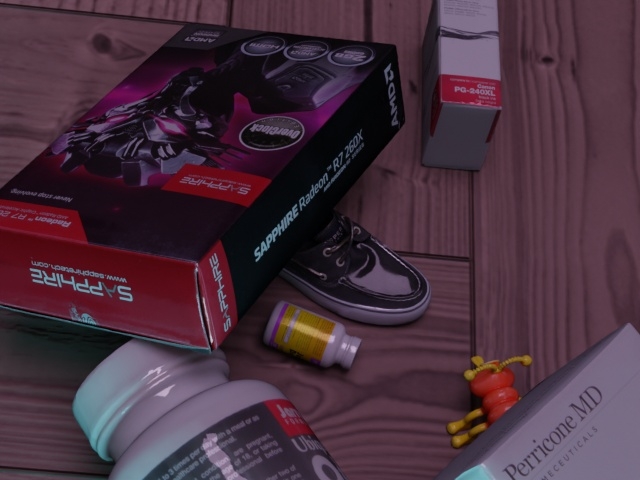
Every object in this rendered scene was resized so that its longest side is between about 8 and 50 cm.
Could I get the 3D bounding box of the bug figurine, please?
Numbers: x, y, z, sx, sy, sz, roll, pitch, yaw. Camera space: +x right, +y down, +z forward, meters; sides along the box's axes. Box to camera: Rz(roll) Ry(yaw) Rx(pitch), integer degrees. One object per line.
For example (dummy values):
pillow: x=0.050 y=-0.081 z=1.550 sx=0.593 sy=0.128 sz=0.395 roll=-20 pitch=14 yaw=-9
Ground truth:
bug figurine: x=0.266 y=0.162 z=1.421 sx=0.279 sy=0.072 sz=0.216 roll=-17 pitch=63 yaw=-18

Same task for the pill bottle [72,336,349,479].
pill bottle: x=-0.062 y=0.224 z=1.278 sx=0.176 sy=0.176 sz=0.318 roll=-29 pitch=68 yaw=-22

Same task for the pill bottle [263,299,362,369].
pill bottle: x=-0.007 y=0.088 z=1.444 sx=0.083 sy=0.043 sz=0.043 roll=21 pitch=59 yaw=6

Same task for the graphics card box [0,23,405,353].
graphics card box: x=-0.105 y=-0.061 z=1.393 sx=0.233 sy=0.094 sz=0.371 roll=10 pitch=37 yaw=28

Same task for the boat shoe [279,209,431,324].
boat shoe: x=0.000 y=0.000 z=1.479 sx=0.228 sy=0.076 sz=0.080 roll=29 pitch=60 yaw=10

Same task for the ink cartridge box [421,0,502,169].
ink cartridge box: x=0.137 y=-0.162 z=1.575 sx=0.063 sy=0.109 sz=0.150 roll=5 pitch=59 yaw=-4

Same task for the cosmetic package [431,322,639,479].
cosmetic package: x=0.265 y=0.284 z=1.231 sx=0.385 sy=0.156 sz=0.217 roll=50 pitch=53 yaw=2
